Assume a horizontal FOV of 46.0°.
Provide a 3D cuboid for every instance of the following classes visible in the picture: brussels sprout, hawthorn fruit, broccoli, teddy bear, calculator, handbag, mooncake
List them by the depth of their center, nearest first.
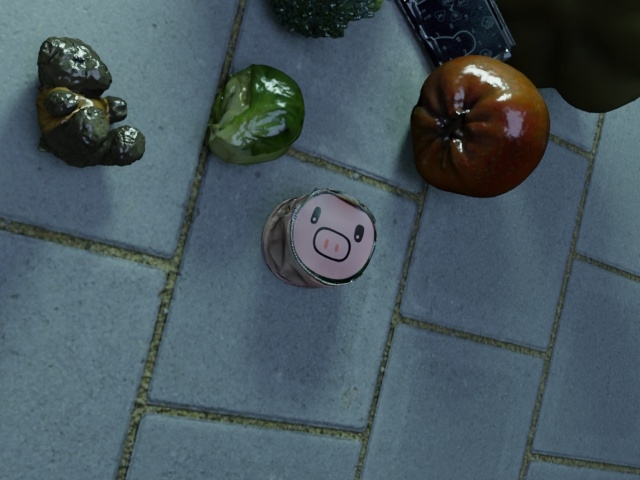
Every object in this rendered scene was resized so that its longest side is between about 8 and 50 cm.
[{"bbox_3d":[-0.358,-0.204,1.113,0.177,0.140,0.190,-3,86,-75],"label":"teddy bear"},{"bbox_3d":[-0.102,-0.203,1.269,0.145,0.131,0.183,26,75,-27],"label":"brussels sprout"},{"bbox_3d":[0.028,-0.494,1.303,0.247,0.263,0.243,39,39,1],"label":"broccoli"},{"bbox_3d":[0.001,0.000,1.364,0.205,0.116,0.179,22,81,-32],"label":"handbag"},{"bbox_3d":[0.540,-0.495,1.474,0.262,0.467,0.467,-35,112,-26],"label":"mooncake"},{"bbox_3d":[0.327,-0.219,1.483,0.298,0.277,0.277,-10,100,-42],"label":"hawthorn fruit"},{"bbox_3d":[0.263,-0.449,1.496,0.165,0.028,0.274,-29,113,14],"label":"calculator"}]
